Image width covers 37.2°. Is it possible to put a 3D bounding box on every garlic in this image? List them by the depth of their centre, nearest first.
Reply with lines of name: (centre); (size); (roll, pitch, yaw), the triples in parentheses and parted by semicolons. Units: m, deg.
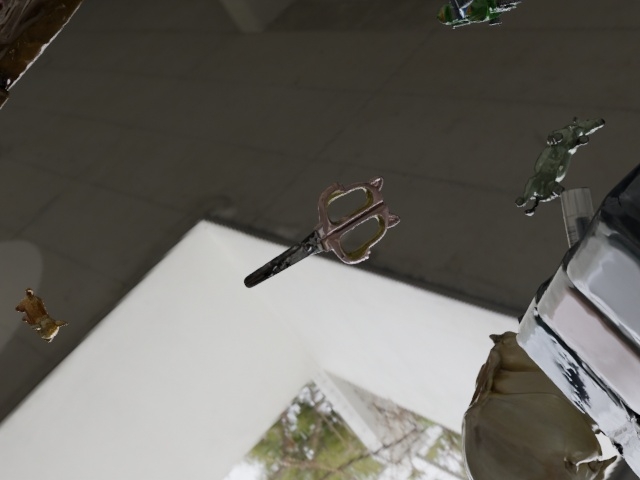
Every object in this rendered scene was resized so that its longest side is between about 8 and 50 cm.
garlic: (0.290, 0.262, 1.271); (0.203, 0.184, 0.281); (16, -156, 11)

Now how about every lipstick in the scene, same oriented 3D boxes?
lipstick: (0.346, 0.002, 1.250); (0.040, 0.040, 0.141); (-13, -100, 31)

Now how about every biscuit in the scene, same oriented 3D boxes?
biscuit: (-0.392, -0.240, 1.142); (0.394, 0.070, 0.350); (-40, -151, 20)

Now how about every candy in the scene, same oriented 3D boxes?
candy: (0.238, -0.430, 1.566); (0.038, 0.088, 0.136); (-12, 169, -17)

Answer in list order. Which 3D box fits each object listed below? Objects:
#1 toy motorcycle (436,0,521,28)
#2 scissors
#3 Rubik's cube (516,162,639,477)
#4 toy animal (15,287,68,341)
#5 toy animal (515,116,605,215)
toy motorcycle: (0.305, -0.447, 1.843); (0.106, 0.074, 0.190); (-14, -169, -18)
scissors: (0.000, 0.000, 1.681); (0.318, 0.160, 0.024); (-32, -157, -19)
Rubik's cube: (0.377, 0.044, 0.599); (0.362, 0.359, 0.363); (-37, -110, -12)
toy animal: (-0.451, 0.122, 1.540); (0.060, 0.081, 0.083); (-12, -156, -36)
toy animal: (0.419, -0.139, 1.682); (0.217, 0.073, 0.176); (-60, 168, 6)
